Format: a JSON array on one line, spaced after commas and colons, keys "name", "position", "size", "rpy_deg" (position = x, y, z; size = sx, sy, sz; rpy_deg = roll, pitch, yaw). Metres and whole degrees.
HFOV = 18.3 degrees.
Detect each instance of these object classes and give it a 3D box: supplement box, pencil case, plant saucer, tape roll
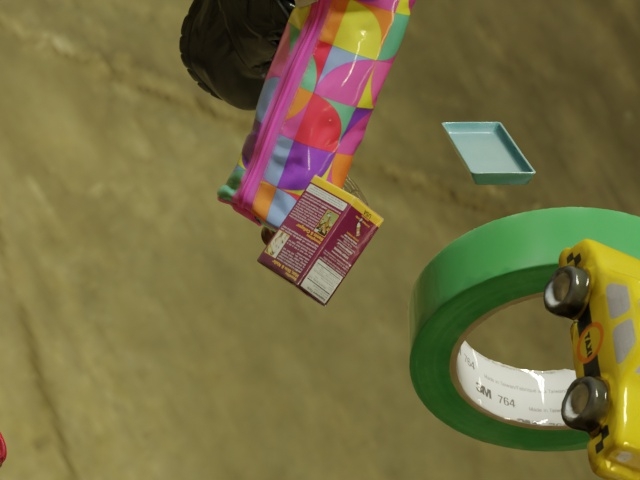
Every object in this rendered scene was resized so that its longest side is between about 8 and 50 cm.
[{"name": "supplement box", "position": [0.000, 0.000, 1.538], "size": [0.055, 0.083, 0.043], "rpy_deg": [32, -4, 45]}, {"name": "pencil case", "position": [-0.005, -0.119, 1.612], "size": [0.104, 0.236, 0.104], "rpy_deg": [18, 11, -4]}, {"name": "plant saucer", "position": [0.175, -0.092, 2.096], "size": [0.192, 0.067, 0.018], "rpy_deg": [-107, -162, -69]}, {"name": "tape roll", "position": [0.250, 0.098, 2.060], "size": [0.321, 0.321, 0.077], "rpy_deg": [41, 34, -39]}]

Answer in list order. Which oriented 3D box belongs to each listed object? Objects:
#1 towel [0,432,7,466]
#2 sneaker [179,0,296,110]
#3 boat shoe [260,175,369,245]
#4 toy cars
[{"name": "towel", "position": [-0.402, 0.176, 2.074], "size": [0.199, 0.031, 0.275], "rpy_deg": [52, -22, 4]}, {"name": "sneaker", "position": [-0.053, -0.209, 1.802], "size": [0.130, 0.109, 0.286], "rpy_deg": [31, -29, 22]}, {"name": "boat shoe", "position": [-0.005, -0.025, 1.907], "size": [0.064, 0.060, 0.178], "rpy_deg": [60, 23, 5]}, {"name": "toy cars", "position": [0.268, 0.035, 1.348], "size": [0.176, 0.087, 0.393], "rpy_deg": [49, 37, 7]}]
